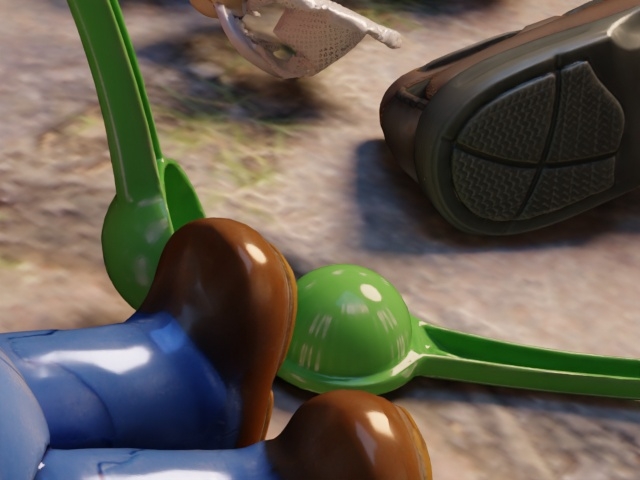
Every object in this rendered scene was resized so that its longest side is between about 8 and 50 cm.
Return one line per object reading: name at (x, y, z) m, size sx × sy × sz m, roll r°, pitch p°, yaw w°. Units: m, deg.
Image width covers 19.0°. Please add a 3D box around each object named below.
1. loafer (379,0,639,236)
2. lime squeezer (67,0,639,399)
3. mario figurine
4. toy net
loafer at (0.151, -0.079, 0.779) m, size 0.267 × 0.096 × 0.084 m, roll -16°, pitch 27°, yaw -15°
lime squeezer at (0.000, 0.000, 0.643) m, size 0.310 × 0.110 × 0.059 m, roll 35°, pitch 10°, yaw -21°
mario figurine at (-0.123, 0.041, 0.466) m, size 0.320 × 0.170 × 0.198 m, roll -4°, pitch 3°, yaw -35°
toy net at (-0.071, -0.116, 0.836) m, size 0.232 × 0.045 × 0.122 m, roll 27°, pitch 8°, yaw 15°
